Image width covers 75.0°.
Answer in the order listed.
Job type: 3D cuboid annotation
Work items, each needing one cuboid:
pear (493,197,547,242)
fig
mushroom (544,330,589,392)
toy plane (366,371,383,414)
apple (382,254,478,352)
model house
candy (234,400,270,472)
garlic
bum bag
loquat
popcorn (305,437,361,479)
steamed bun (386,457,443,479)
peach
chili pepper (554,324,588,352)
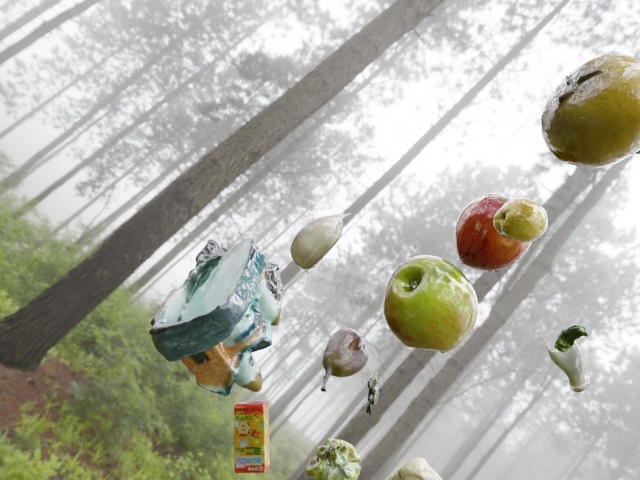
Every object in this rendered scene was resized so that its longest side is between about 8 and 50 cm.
[{"bbox_3d":[0.710,-0.069,1.492,0.178,0.178,0.178,44,-13,13],"label":"pear"},{"bbox_3d":[0.067,0.448,1.528,0.145,0.274,0.170,-11,-72,39],"label":"fig"},{"bbox_3d":[0.892,0.434,1.506,0.225,0.116,0.093,58,-21,-11],"label":"mushroom"},{"bbox_3d":[0.133,0.375,1.039,0.031,0.049,0.121,19,-63,29],"label":"toy plane"},{"bbox_3d":[0.381,0.224,1.485,0.339,0.339,0.340,44,-13,13],"label":"apple"},{"bbox_3d":[-0.162,0.183,0.832,0.253,0.184,0.292,-88,157,-64],"label":"model house"},{"bbox_3d":[-0.131,0.371,0.793,0.038,0.062,0.122,54,33,-78],"label":"candy"},{"bbox_3d":[0.004,-0.008,1.069,0.090,0.198,0.128,38,2,15],"label":"garlic"},{"bbox_3d":[-0.246,0.107,1.328,0.340,0.144,0.095,25,-20,-37],"label":"bum bag"},{"bbox_3d":[0.853,-0.368,1.258,0.359,0.329,0.328,28,-8,-16],"label":"loquat"},{"bbox_3d":[0.047,0.842,1.559,0.212,0.198,0.198,28,-4,-25],"label":"popcorn"},{"bbox_3d":[0.305,0.743,1.267,0.230,0.110,0.213,13,-60,19],"label":"steamed bun"},{"bbox_3d":[0.789,-0.028,1.938,0.370,0.370,0.370,44,-13,13],"label":"peach"},{"bbox_3d":[0.532,0.207,0.888,0.030,0.034,0.091,20,-45,-2],"label":"chili pepper"}]
